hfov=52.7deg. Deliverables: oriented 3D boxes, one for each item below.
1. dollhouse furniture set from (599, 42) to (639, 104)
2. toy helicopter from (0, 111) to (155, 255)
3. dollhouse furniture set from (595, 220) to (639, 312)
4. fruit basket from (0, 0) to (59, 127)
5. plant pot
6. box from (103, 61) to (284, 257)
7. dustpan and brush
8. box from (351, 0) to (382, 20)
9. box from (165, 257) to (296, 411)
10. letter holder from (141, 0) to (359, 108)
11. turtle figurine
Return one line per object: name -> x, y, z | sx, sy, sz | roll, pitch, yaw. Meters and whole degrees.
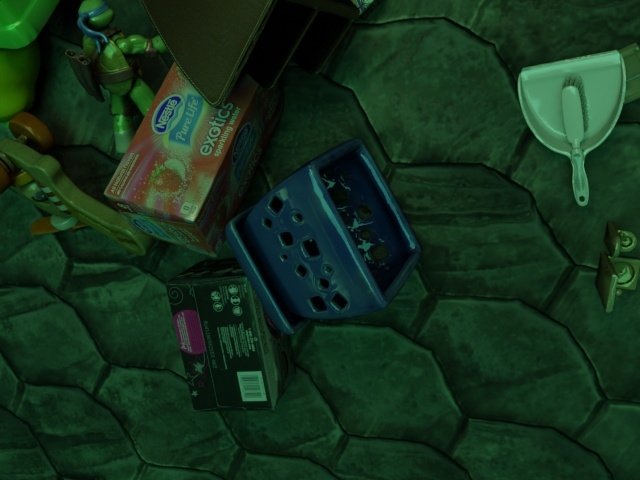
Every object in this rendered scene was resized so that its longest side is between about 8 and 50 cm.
dollhouse furniture set -> 0.484, -0.262, 0.922 | 0.151, 0.058, 0.076 | -23, 105, 40
toy helicopter -> -0.455, -0.061, 1.185 | 0.355, 0.140, 0.235 | 28, 149, 12
dollhouse furniture set -> 0.498, 0.027, 0.940 | 0.151, 0.123, 0.144 | 7, 106, 15
fruit basket -> -0.589, -0.400, 1.122 | 0.392, 0.392, 0.283 | 11, 64, 14
plant pot -> 0.000, 0.000, 1.033 | 0.212, 0.236, 0.236 | -27, 96, 28
box -> -0.186, -0.148, 1.011 | 0.154, 0.142, 0.300 | 17, 70, 12
dustpan and brush -> 0.378, -0.158, 0.957 | 0.147, 0.060, 0.211 | -5, 112, 27
box -> 0.026, -0.425, 1.000 | 0.059, 0.054, 0.169 | -40, 90, 22
box -> -0.152, 0.164, 1.165 | 0.163, 0.142, 0.247 | -6, 104, 17
letter holder -> -0.124, -0.352, 0.955 | 0.214, 0.152, 0.302 | -53, 58, 33
turtle figurine -> -0.306, -0.298, 1.111 | 0.197, 0.275, 0.266 | -11, 123, -3
